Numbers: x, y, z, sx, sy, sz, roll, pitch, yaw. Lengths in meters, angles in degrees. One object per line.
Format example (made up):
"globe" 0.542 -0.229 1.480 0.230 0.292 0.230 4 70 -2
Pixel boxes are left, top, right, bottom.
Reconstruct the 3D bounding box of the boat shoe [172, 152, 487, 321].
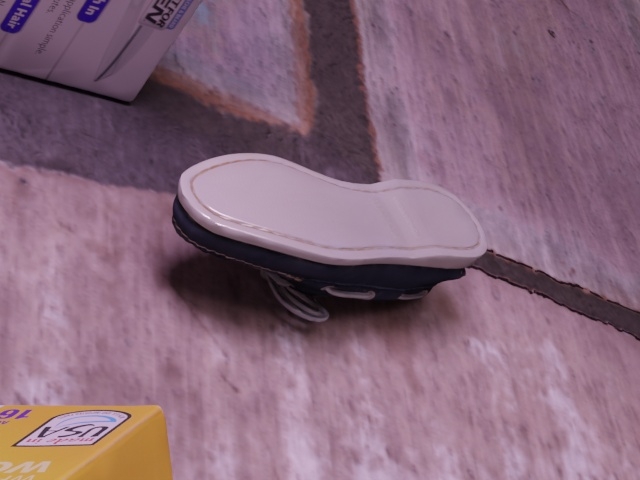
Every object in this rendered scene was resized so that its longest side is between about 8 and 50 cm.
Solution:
"boat shoe" 0.000 0.000 1.040 0.254 0.079 0.095 1 49 -46

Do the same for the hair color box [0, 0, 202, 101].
"hair color box" -0.224 -0.216 0.965 0.339 0.185 0.110 14 42 -34

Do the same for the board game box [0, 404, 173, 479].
"board game box" -0.215 0.127 0.513 0.316 0.242 0.064 -33 120 -71
